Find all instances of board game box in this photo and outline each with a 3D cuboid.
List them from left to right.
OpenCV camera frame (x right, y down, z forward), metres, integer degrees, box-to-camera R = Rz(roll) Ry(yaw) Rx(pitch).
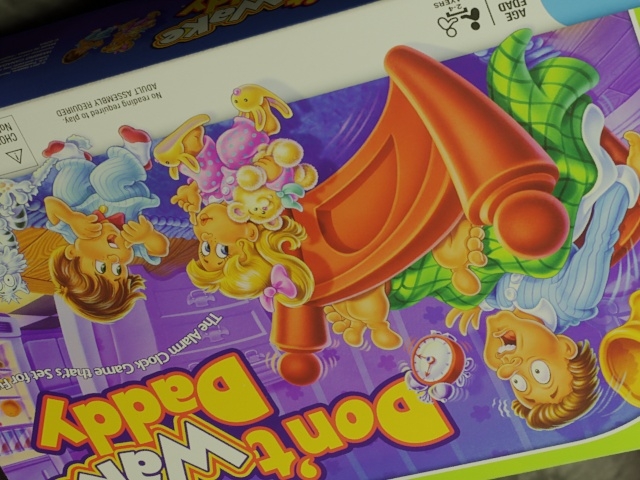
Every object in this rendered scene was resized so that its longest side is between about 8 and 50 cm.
[{"bbox_3d":[0.000,0.000,0.811,0.347,0.078,0.233,-14,120,18],"label":"board game box"}]
